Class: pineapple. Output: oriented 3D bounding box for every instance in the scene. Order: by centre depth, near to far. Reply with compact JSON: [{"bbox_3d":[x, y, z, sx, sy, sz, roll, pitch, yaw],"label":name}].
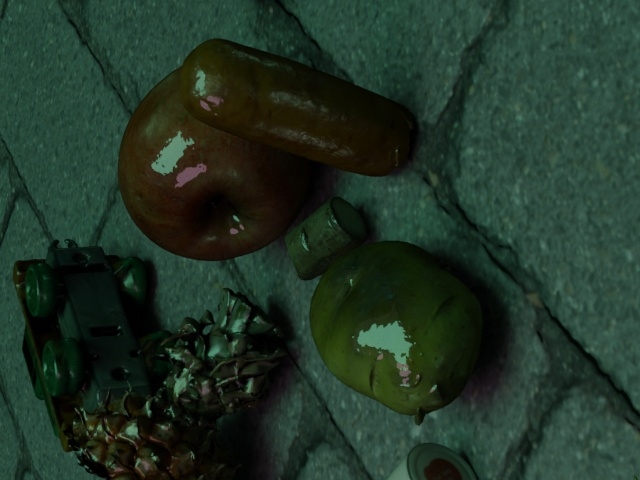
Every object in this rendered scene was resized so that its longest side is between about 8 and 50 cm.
[{"bbox_3d":[-0.146,0.198,1.823,0.271,0.262,0.262,-56,37,3],"label":"pineapple"}]

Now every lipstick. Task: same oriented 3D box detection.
[{"bbox_3d":[0.054,0.348,1.564,0.327,0.087,0.087,-58,42,37],"label":"lipstick"}]

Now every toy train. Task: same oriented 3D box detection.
[{"bbox_3d":[-0.344,0.178,2.137,0.249,0.178,0.429,110,146,-40],"label":"toy train"}]

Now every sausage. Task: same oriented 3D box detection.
[{"bbox_3d":[-0.026,-0.142,1.581,0.109,0.270,0.109,-41,40,48],"label":"sausage"}]

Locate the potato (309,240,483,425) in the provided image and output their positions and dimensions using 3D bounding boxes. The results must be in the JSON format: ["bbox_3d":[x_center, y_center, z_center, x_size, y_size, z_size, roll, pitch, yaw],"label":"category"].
[{"bbox_3d":[0.078,0.086,1.514,0.169,0.143,0.248,-46,29,-9],"label":"potato"}]

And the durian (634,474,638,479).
[{"bbox_3d":[0.269,0.283,1.168,0.146,0.159,0.198,-20,69,49],"label":"durian"}]

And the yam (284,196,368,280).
[{"bbox_3d":[0.000,0.000,1.707,0.146,0.070,0.069,-36,57,49],"label":"yam"}]

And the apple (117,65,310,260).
[{"bbox_3d":[-0.131,-0.106,1.777,0.253,0.253,0.253,-10,78,57],"label":"apple"}]
